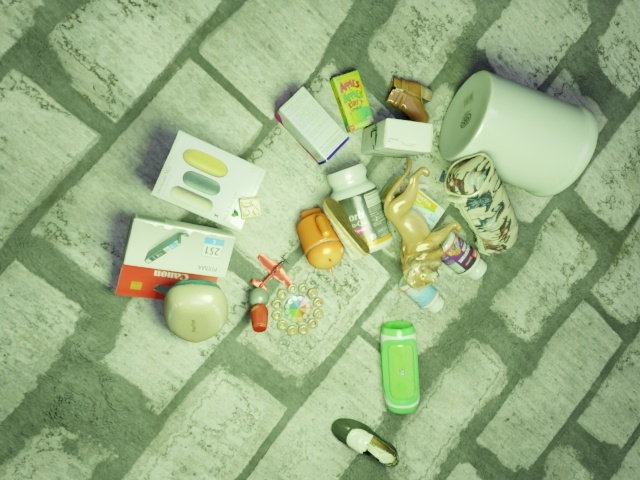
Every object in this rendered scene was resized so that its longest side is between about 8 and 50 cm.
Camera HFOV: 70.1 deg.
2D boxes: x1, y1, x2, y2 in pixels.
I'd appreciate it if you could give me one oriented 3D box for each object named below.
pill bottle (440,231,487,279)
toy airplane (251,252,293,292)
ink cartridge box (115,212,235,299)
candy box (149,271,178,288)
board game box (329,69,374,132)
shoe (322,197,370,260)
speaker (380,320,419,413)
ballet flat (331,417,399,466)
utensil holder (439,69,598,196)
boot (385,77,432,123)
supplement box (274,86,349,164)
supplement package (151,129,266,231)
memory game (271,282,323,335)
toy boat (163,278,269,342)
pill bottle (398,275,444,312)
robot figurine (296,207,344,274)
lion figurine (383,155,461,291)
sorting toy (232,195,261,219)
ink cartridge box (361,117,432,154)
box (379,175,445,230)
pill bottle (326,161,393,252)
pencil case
[{"bbox_3d":[0.498,0.057,1.632,0.193,0.108,0.108,36,85,-14],"label":"pill bottle"},{"bbox_3d":[-0.167,0.115,1.505,0.151,0.028,0.151,0,92,-10],"label":"toy airplane"},{"bbox_3d":[-0.430,0.075,1.357,0.296,0.066,0.261,11,105,-28],"label":"ink cartridge box"},{"bbox_3d":[-0.471,0.054,1.414,0.186,0.053,0.109,-32,102,-9],"label":"candy box"},{"bbox_3d":[0.107,-0.463,1.528,0.092,0.043,0.181,-22,99,-12],"label":"board game box"},{"bbox_3d":[0.067,-0.033,1.412,0.058,0.076,0.219,-36,88,35],"label":"shoe"},{"bbox_3d":[0.278,0.439,1.595,0.131,0.131,0.297,-6,95,-14],"label":"speaker"},{"bbox_3d":[0.169,0.711,1.601,0.280,0.096,0.095,32,86,-14],"label":"ballet flat"},{"bbox_3d":[0.644,-0.353,1.533,0.385,0.327,0.328,15,90,-13],"label":"utensil holder"},{"bbox_3d":[0.295,-0.453,1.566,0.152,0.073,0.197,14,78,-16],"label":"boot"},{"bbox_3d":[-0.029,-0.363,1.466,0.220,0.111,0.114,45,83,-13],"label":"supplement box"},{"bbox_3d":[-0.329,-0.169,1.357,0.262,0.198,0.199,24,89,-15],"label":"supplement package"},{"bbox_3d":[-0.076,0.234,1.548,0.186,0.012,0.186,-1,94,-14],"label":"memory game"},{"bbox_3d":[-0.313,0.206,1.397,0.318,0.267,0.148,5,48,-16],"label":"toy boat"},{"bbox_3d":[0.360,0.184,1.617,0.160,0.087,0.087,41,84,-13],"label":"pill bottle"},{"bbox_3d":[0.000,0.001,1.466,0.128,0.219,0.158,13,135,-44],"label":"robot figurine"},{"bbox_3d":[0.297,-0.048,1.462,0.240,0.142,0.392,-34,98,-3],"label":"lion figurine"},{"bbox_3d":[-0.211,-0.090,1.287,0.083,0.012,0.062,-10,104,-20],"label":"sorting toy"},{"bbox_3d":[0.244,-0.327,1.482,0.160,0.219,0.093,3,93,-15],"label":"ink cartridge box"},{"bbox_3d":[0.304,-0.119,1.572,0.203,0.103,0.114,35,86,-14],"label":"box"},{"bbox_3d":[0.124,-0.103,1.497,0.162,0.162,0.279,-22,99,-12],"label":"pill bottle"},{"bbox_3d":[0.537,-0.103,1.518,0.183,0.160,0.410,-46,135,1],"label":"pencil case"}]
